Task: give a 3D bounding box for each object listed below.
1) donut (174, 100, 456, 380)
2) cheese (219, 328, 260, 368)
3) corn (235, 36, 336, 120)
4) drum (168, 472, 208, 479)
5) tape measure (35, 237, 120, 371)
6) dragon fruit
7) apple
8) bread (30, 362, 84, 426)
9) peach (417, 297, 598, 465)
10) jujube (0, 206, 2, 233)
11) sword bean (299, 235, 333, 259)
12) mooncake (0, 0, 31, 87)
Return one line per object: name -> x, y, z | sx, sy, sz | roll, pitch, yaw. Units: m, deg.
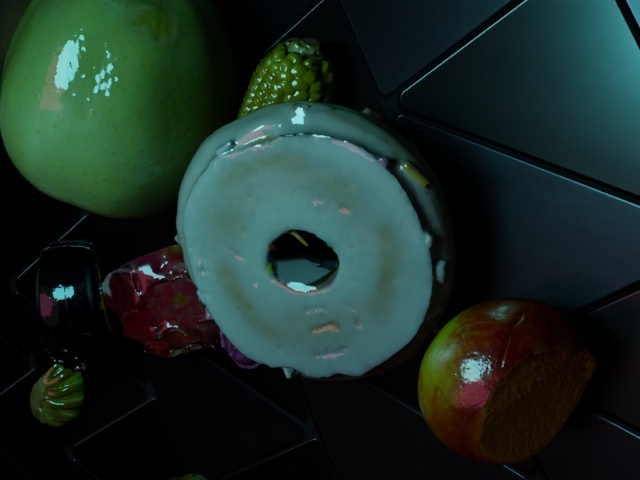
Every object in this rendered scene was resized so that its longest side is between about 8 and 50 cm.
donut -> 0.000, 0.000, 1.360 | 0.382, 0.142, 0.383 | 9, 114, 21
cheese -> -0.099, 0.149, 1.619 | 0.145, 0.038, 0.095 | 1, 100, 39
corn -> -0.072, -0.120, 1.488 | 0.120, 0.120, 0.363 | 45, 130, 30
drum -> -0.230, 0.583, 1.626 | 0.431, 0.214, 0.431 | 39, 137, 49
tape measure -> -0.415, 0.107, 1.818 | 0.202, 0.135, 0.223 | -114, 16, -82
dragon fruit -> -0.258, 0.098, 1.706 | 0.261, 0.189, 0.163 | -31, 45, 47
apple -> -0.274, -0.215, 1.510 | 0.357, 0.357, 0.358 | 10, 105, 44
bread -> -0.489, 0.299, 2.015 | 0.094, 0.083, 0.157 | 51, 129, 10
peach -> 0.211, 0.160, 1.210 | 0.192, 0.190, 0.190 | -8, 92, 44
jujube -> -0.804, -0.036, 2.136 | 0.376, 0.276, 0.277 | -19, 84, 42
sword bean -> -0.008, 0.010, 1.503 | 0.043, 0.038, 0.269 | 47, 132, -3
mooncake -> -0.429, -0.313, 1.775 | 0.290, 0.161, 0.291 | 9, 104, 42
